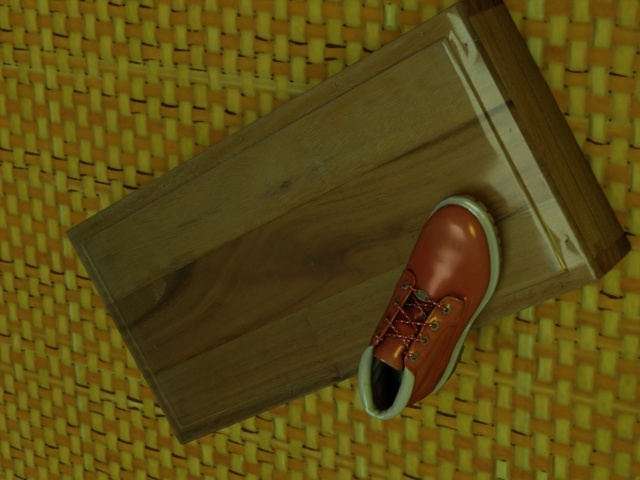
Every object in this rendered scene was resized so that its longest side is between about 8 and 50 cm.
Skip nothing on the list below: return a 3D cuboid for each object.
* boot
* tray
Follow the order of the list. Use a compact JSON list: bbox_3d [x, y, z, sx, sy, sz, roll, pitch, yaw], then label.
[{"bbox_3d":[0.069,0.047,0.877,0.059,0.084,0.158,27,119,23],"label":"boot"},{"bbox_3d":[0.000,0.000,0.999,0.411,0.076,0.203,-26,93,38],"label":"tray"}]
